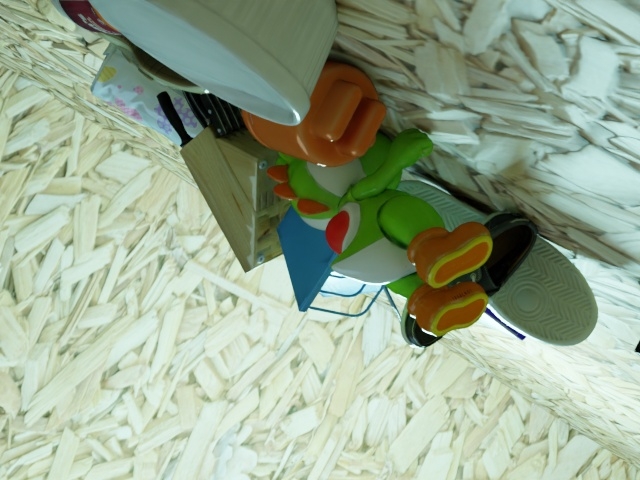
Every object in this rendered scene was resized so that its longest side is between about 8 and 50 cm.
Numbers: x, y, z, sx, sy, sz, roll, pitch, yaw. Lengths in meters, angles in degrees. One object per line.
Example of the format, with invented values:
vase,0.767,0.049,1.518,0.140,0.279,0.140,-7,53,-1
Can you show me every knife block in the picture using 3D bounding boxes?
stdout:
knife block,-0.147,-0.121,2.038,0.242,0.088,0.276,29,130,35

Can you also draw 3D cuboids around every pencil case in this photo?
pencil case,-0.246,-0.226,2.267,0.273,0.114,0.124,31,163,-2

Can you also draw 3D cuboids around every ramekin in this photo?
ramekin,-0.104,-0.244,1.433,0.272,0.127,0.273,31,173,4

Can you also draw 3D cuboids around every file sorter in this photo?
file sorter,0.022,0.009,1.930,0.104,0.118,0.170,13,-142,-26

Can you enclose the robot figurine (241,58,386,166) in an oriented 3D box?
robot figurine,-0.015,-0.162,1.651,0.158,0.128,0.219,-15,-159,-30

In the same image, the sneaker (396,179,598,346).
sneaker,0.245,0.029,1.968,0.350,0.131,0.148,36,180,9

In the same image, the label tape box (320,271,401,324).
label tape box,0.000,0.000,2.196,0.348,0.115,0.249,61,-178,13

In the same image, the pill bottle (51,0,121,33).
pill bottle,-0.249,-0.308,1.631,0.121,0.121,0.221,35,172,-28

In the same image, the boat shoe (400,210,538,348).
boat shoe,0.198,0.053,1.826,0.084,0.233,0.079,49,169,-25

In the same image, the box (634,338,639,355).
box,0.537,0.168,1.824,0.147,0.078,0.180,34,173,-25

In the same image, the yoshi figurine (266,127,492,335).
yoshi figurine,0.093,-0.047,1.782,0.362,0.204,0.203,42,-171,37

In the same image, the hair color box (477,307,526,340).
hair color box,0.205,0.046,2.293,0.185,0.110,0.339,35,174,-31

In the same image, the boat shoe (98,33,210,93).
boat shoe,-0.203,-0.259,1.832,0.302,0.109,0.098,32,170,44
